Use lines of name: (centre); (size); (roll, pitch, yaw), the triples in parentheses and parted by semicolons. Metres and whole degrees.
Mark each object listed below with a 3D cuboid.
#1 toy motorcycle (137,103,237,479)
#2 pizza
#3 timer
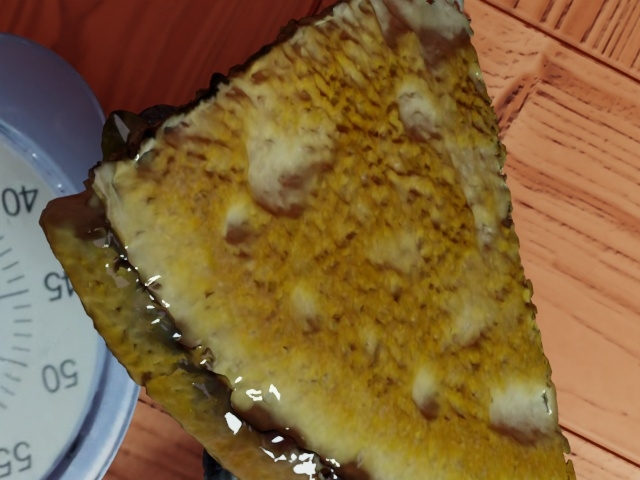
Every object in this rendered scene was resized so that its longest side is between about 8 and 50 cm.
toy motorcycle: (-0.047, 0.045, 1.238); (0.089, 0.171, 0.298); (-11, 97, 33)
pizza: (-0.006, 0.027, 1.155); (0.392, 0.080, 0.434); (-1, 74, -46)
timer: (-0.282, 0.066, 1.135); (0.395, 0.173, 0.395); (5, 81, -36)
